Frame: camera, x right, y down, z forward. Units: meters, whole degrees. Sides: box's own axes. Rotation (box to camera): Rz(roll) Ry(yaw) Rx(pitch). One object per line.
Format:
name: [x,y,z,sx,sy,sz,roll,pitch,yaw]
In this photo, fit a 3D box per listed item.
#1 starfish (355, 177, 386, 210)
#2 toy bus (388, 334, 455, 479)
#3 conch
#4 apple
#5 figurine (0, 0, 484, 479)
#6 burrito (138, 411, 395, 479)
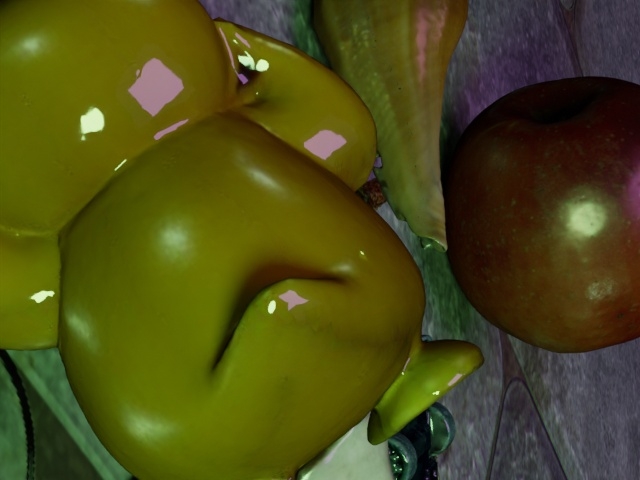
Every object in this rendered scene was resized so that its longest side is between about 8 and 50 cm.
starfish: [0.008,-0.002,0.883,0.238,0.057,0.213,29,50,-61]
toy bus: [0.021,0.149,0.813,0.091,0.103,0.182,-21,108,-65]
conch: [0.060,-0.140,0.937,0.109,0.093,0.330,31,36,-41]
apple: [0.208,-0.024,1.130,0.218,0.218,0.201,-59,144,-53]
figurine: [-0.055,0.003,0.575,0.228,0.215,0.215,45,6,31]
burrito: [-0.017,0.212,0.689,0.105,0.143,0.299,-153,-130,-65]
